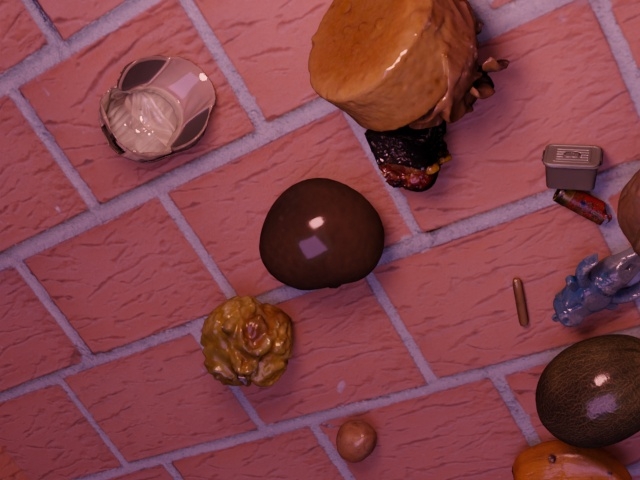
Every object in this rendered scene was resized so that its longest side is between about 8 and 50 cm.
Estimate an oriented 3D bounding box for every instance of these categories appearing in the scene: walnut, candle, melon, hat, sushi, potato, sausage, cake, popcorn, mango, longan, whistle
[{"bbox_3d":[0.714,-0.048,1.688,0.249,0.248,0.248,9,122,15],"label":"walnut"},{"bbox_3d":[0.567,-0.076,1.831,0.131,0.052,0.052,30,125,0],"label":"candle"},{"bbox_3d":[0.638,0.341,1.945,0.237,0.237,0.302,44,122,-9],"label":"melon"},{"bbox_3d":[-0.376,-0.303,1.982,0.275,0.161,0.232,-39,101,9],"label":"hat"},{"bbox_3d":[0.198,-0.186,1.840,0.172,0.153,0.150,-7,121,34],"label":"sushi"},{"bbox_3d":[0.096,0.553,2.352,0.112,0.112,0.147,24,132,5],"label":"potato"},{"bbox_3d":[0.472,0.145,2.015,0.024,0.024,0.132,-5,119,22],"label":"sausage"},{"bbox_3d":[0.187,-0.346,1.684,0.321,0.332,0.332,27,132,-36],"label":"cake"},{"bbox_3d":[-0.193,0.267,2.209,0.250,0.225,0.249,10,119,19],"label":"popcorn"},{"bbox_3d":[0.635,0.587,2.170,0.295,0.120,0.177,-11,108,23],"label":"mango"},{"bbox_3d":[0.000,0.000,1.966,0.301,0.243,0.300,15,137,15],"label":"longan"},{"bbox_3d":[0.617,0.102,1.898,0.180,0.093,0.269,25,129,-26],"label":"whistle"}]

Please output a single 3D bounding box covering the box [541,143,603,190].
[{"bbox_3d":[0.525,-0.152,1.784,0.123,0.084,0.069,5,129,18],"label":"box"}]
